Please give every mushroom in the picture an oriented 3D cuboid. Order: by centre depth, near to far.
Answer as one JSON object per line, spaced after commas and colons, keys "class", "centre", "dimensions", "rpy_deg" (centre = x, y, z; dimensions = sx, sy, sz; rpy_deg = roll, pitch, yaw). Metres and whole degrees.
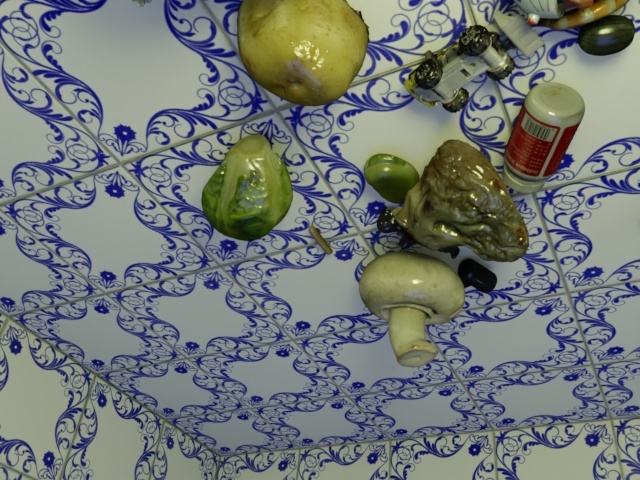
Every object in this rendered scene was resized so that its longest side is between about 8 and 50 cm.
{"class": "mushroom", "centre": [0.277, 0.159, 1.876], "dimensions": [0.315, 0.356, 0.315], "rpy_deg": [-3, 107, -12]}

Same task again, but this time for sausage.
{"class": "sausage", "centre": [0.000, 0.000, 1.922], "dimensions": [0.024, 0.024, 0.132], "rpy_deg": [-14, 138, 24]}

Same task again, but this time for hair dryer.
{"class": "hair dryer", "centre": [0.420, 0.133, 2.008], "dimensions": [0.114, 0.070, 0.248], "rpy_deg": [30, 145, -28]}

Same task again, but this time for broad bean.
{"class": "broad bean", "centre": [0.185, -0.165, 1.651], "dimensions": [0.124, 0.082, 0.174], "rpy_deg": [-27, 141, 36]}

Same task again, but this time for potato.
{"class": "potato", "centre": [-0.038, -0.379, 1.294], "dimensions": [0.285, 0.242, 0.242], "rpy_deg": [23, 139, -20]}

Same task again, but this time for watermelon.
{"class": "watermelon", "centre": [0.574, -0.410, 1.279], "dimensions": [0.110, 0.078, 0.078], "rpy_deg": [-5, 140, 14]}

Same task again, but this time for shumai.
{"class": "shumai", "centre": [0.328, -0.062, 1.573], "dimensions": [0.283, 0.217, 0.346], "rpy_deg": [-28, 109, 15]}

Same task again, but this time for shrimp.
{"class": "shrimp", "centre": [0.513, -0.454, 1.243], "dimensions": [0.049, 0.161, 0.166], "rpy_deg": [57, 161, -22]}

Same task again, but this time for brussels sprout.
{"class": "brussels sprout", "centre": [-0.182, -0.131, 1.647], "dimensions": [0.219, 0.210, 0.271], "rpy_deg": [22, 128, 15]}

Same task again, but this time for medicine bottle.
{"class": "medicine bottle", "centre": [0.503, -0.231, 1.471], "dimensions": [0.131, 0.131, 0.250], "rpy_deg": [6, 142, 1]}

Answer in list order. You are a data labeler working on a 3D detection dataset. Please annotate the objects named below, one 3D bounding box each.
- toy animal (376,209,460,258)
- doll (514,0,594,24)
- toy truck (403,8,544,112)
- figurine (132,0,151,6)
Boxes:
{"class": "toy animal", "centre": [0.336, -0.025, 1.778], "dimensions": [0.343, 0.106, 0.168], "rpy_deg": [-5, 141, 20]}
{"class": "doll", "centre": [0.466, -0.478, 1.129], "dimensions": [0.257, 0.215, 0.161], "rpy_deg": [-4, 104, 30]}
{"class": "toy truck", "centre": [0.309, -0.378, 1.331], "dimensions": [0.286, 0.111, 0.136], "rpy_deg": [-29, 139, 35]}
{"class": "figurine", "centre": [-0.372, -0.536, 1.245], "dimensions": [0.081, 0.098, 0.146], "rpy_deg": [-4, 143, 34]}
